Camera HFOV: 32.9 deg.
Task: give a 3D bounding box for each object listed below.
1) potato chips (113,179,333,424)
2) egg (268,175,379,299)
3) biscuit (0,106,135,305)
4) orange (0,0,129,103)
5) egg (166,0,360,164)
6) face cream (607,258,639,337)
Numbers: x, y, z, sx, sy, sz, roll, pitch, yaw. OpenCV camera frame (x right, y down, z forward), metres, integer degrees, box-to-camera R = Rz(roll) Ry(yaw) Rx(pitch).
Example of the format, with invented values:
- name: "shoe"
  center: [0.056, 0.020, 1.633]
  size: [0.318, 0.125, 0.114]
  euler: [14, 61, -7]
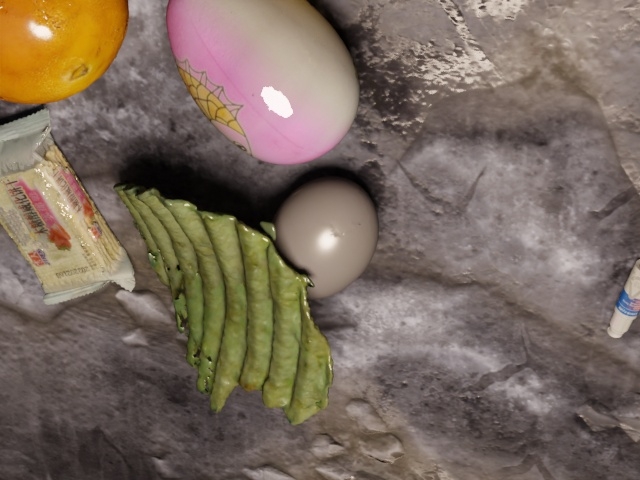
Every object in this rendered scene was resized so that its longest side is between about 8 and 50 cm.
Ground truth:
- name: "potato chips"
  center: [-0.153, 0.076, 1.533]
  size: [0.373, 0.097, 0.389]
  euler: [8, 127, 48]
- name: "egg"
  center: [0.000, 0.000, 1.491]
  size: [0.146, 0.146, 0.198]
  euler: [32, 127, -7]
- name: "biscuit"
  center: [-0.416, -0.042, 1.634]
  size: [0.186, 0.079, 0.309]
  euler: [-12, 123, 22]
- name: "orange"
  center: [-0.356, -0.285, 1.334]
  size: [0.240, 0.240, 0.240]
  euler: [8, 128, 11]
- name: "egg"
  center: [-0.071, -0.218, 1.328]
  size: [0.196, 0.196, 0.271]
  euler: [-34, 92, 34]
- name: "face cream"
  center: [0.427, 0.084, 1.495]
  size: [0.034, 0.034, 0.130]
  euler: [17, 130, 4]
